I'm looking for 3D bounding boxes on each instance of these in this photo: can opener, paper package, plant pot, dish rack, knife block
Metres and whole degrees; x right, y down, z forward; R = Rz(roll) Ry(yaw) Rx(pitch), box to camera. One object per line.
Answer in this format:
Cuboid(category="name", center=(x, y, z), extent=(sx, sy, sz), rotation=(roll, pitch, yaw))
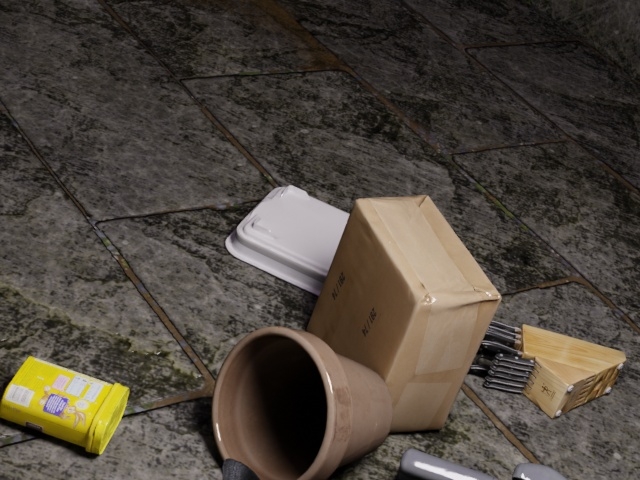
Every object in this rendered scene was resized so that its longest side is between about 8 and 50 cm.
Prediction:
Cuboid(category="can opener", center=(0.273, 0.393, 2.063), extent=(0.283, 0.076, 0.095), rotation=(18, 59, 9))
Cuboid(category="paper package", center=(0.137, 0.128, 2.195), extent=(0.168, 0.325, 0.309), rotation=(0, 37, -26))
Cuboid(category="plant pot", center=(-0.005, 0.272, 2.014), extent=(0.229, 0.263, 0.263), rotation=(8, 30, -47))
Cuboid(category="dish rack", center=(0.000, 0.000, 2.558), extent=(0.332, 0.072, 0.285), rotation=(24, 34, 10))
Cuboid(category="knife block", center=(0.417, 0.221, 2.417), extent=(0.275, 0.088, 0.242), rotation=(-15, 46, -40))

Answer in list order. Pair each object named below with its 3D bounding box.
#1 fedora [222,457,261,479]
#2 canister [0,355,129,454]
Cuboid(category="fedora", center=(-0.131, 0.468, 1.680), extent=(0.152, 0.334, 0.334), rotation=(-18, 35, 6))
Cuboid(category="canister", center=(-0.402, 0.256, 1.970), extent=(0.169, 0.073, 0.126), rotation=(19, 32, 3))
